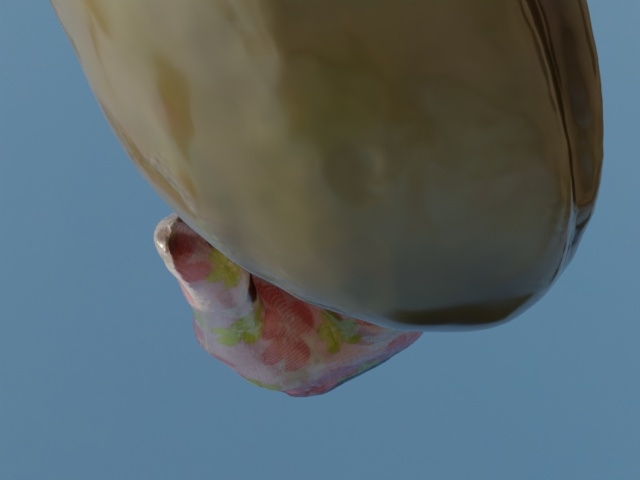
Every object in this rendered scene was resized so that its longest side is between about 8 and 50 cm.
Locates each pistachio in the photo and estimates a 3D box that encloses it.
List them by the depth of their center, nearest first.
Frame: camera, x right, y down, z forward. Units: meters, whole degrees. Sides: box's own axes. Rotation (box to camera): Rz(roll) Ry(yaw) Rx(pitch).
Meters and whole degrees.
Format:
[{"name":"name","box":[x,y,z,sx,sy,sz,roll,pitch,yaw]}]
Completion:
[{"name":"pistachio","box":[-0.003,-0.097,0.535,0.162,0.181,0.293,-33,-64,-29]}]

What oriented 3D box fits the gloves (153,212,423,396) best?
[{"name":"gloves","box":[0.000,-0.010,0.815,0.145,0.241,0.126,-2,-126,0]}]
